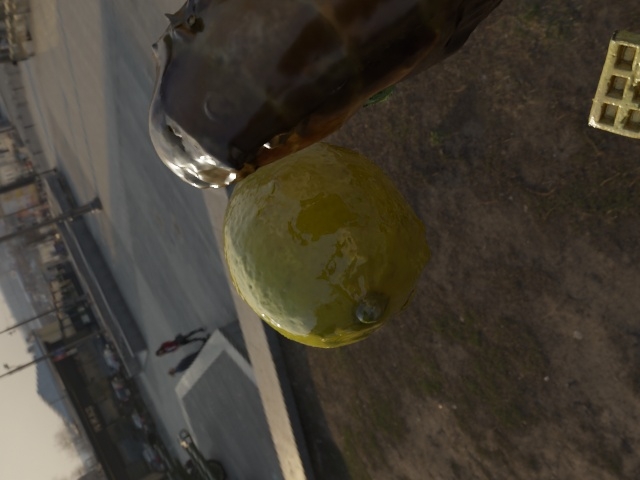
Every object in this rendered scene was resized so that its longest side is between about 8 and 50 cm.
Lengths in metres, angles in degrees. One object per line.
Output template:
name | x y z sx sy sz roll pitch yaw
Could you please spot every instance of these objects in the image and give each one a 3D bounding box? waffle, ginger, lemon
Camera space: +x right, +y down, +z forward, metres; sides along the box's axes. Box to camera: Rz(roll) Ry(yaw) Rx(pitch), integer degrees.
waffle | 0.701 -0.303 1.232 0.248 0.055 0.221 24 143 28
ginger | 0.018 -0.221 0.444 0.254 0.418 0.176 52 -171 -1
lemon | 0.000 0.000 0.708 0.288 0.233 0.233 -130 27 -55

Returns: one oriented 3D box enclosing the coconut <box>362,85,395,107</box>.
coconut | 0.069 -0.266 1.034 0.158 0.133 0.055 36 -134 -74
